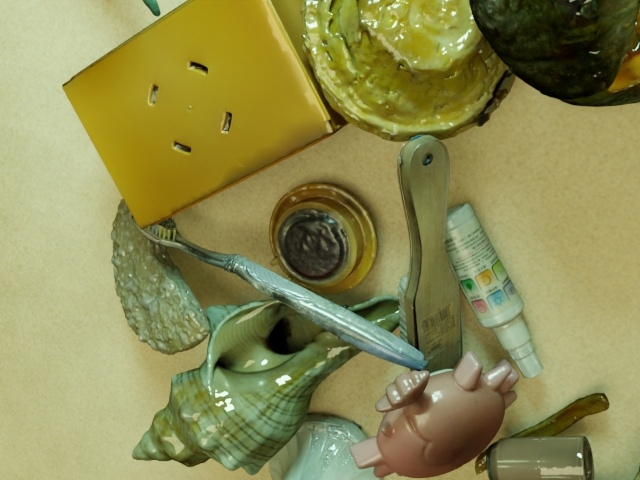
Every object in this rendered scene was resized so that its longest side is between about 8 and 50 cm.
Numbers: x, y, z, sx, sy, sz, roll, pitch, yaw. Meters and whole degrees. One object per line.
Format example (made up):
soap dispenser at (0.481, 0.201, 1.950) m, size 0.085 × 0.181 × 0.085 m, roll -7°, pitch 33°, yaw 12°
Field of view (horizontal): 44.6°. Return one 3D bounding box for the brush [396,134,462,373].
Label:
brush at (0.112, 0.024, 0.873) m, size 0.065 × 0.070 × 0.327 m, roll 44°, pitch 151°, yaw 48°

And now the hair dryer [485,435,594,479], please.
hair dryer at (0.251, 0.313, 0.882) m, size 0.117 × 0.181 × 0.064 m, roll -10°, pitch 148°, yaw 27°

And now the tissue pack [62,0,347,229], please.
tissue pack at (-0.119, -0.165, 0.893) m, size 0.275 × 0.145 × 0.194 m, roll -23°, pitch 101°, yaw 25°

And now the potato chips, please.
potato chips at (0.268, 0.235, 0.952) m, size 0.204 × 0.037 × 0.026 m, roll -39°, pitch 82°, yaw 32°

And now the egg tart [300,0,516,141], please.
egg tart at (0.099, -0.217, 0.775) m, size 0.241 × 0.106 × 0.240 m, roll 0°, pitch 89°, yaw -7°

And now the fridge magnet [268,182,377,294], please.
fridge magnet at (0.000, 0.000, 0.950) m, size 0.143 × 0.063 × 0.143 m, roll 8°, pitch 111°, yaw 21°

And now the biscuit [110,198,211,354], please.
biscuit at (-0.225, 0.061, 1.015) m, size 0.133 × 0.032 × 0.250 m, roll -55°, pitch 55°, yaw 31°

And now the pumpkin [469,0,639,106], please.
pumpkin at (0.266, -0.265, 0.642) m, size 0.321 × 0.192 × 0.320 m, roll -11°, pitch 126°, yaw -15°

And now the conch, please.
conch at (-0.078, 0.166, 0.997) m, size 0.386 × 0.169 × 0.203 m, roll -36°, pitch 101°, yaw -10°

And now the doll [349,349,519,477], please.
doll at (0.136, 0.209, 0.901) m, size 0.211 × 0.262 × 0.093 m, roll -38°, pitch 51°, yaw 10°

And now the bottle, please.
bottle at (0.197, 0.062, 0.901) m, size 0.060 × 0.060 × 0.217 m, roll -26°, pitch 96°, yaw 26°

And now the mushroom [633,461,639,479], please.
mushroom at (0.401, 0.372, 0.866) m, size 0.292 × 0.212 × 0.217 m, roll 38°, pitch 125°, yaw 12°

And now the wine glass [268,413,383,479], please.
wine glass at (-0.018, 0.340, 1.003) m, size 0.165 × 0.196 × 0.164 m, roll 7°, pitch 113°, yaw 17°

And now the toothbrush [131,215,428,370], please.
toothbrush at (-0.059, 0.053, 0.933) m, size 0.414 × 0.035 × 0.042 m, roll 27°, pitch 142°, yaw 14°

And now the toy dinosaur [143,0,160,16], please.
toy dinosaur at (-0.326, -0.467, 0.903) m, size 0.331 × 0.129 × 0.383 m, roll 13°, pitch 114°, yaw 27°
